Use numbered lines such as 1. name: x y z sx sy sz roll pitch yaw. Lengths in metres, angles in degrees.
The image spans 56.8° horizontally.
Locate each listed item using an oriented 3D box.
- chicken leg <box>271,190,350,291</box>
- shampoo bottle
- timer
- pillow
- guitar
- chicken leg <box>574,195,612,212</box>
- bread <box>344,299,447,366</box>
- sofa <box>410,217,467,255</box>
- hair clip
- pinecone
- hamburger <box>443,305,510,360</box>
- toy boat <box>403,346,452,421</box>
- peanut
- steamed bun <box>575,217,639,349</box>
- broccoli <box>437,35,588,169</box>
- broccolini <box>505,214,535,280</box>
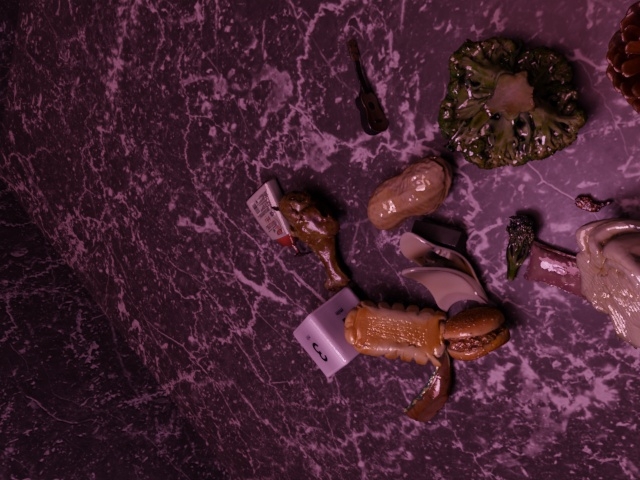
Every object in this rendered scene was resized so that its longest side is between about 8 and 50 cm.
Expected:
1. chicken leg: 0.006 -0.012 1.907 0.361 0.140 0.211 53 155 -7
2. shampoo bottle: -0.135 -0.059 2.040 0.153 0.071 0.284 -35 89 41
3. timer: 0.057 0.300 1.941 0.195 0.194 0.192 50 149 9
4. pillow: 0.609 0.078 1.505 0.185 0.043 0.118 21 119 31
5. guitar: 0.117 -0.427 1.659 0.038 0.084 0.271 -17 93 45
6. chicken leg: 0.647 -0.086 1.411 0.083 0.021 0.036 16 110 33
7. bread: 0.228 0.274 1.799 0.311 0.121 0.172 10 82 7
8. sofa: 0.339 -0.014 1.680 0.147 0.085 0.060 17 78 34
9. hair clip: 0.330 0.088 1.683 0.282 0.113 0.172 31 150 -25
10. pinecone: 0.672 -0.353 1.110 0.264 0.264 0.264 18 121 33
11. hamburger: 0.424 0.256 1.642 0.182 0.191 0.118 -28 90 51
12. toy boat: 0.356 0.472 1.870 0.099 0.108 0.293 60 138 47
13. peanut: 0.242 -0.125 1.653 0.313 0.149 0.149 -29 91 44
14. steamed bun: 0.720 0.076 1.297 0.268 0.207 0.280 -120 7 -57
15. broccoli: 0.419 -0.315 1.319 0.321 0.283 0.303 -6 94 13
16. broccolini: 0.506 0.027 1.544 0.091 0.068 0.202 34 130 44
